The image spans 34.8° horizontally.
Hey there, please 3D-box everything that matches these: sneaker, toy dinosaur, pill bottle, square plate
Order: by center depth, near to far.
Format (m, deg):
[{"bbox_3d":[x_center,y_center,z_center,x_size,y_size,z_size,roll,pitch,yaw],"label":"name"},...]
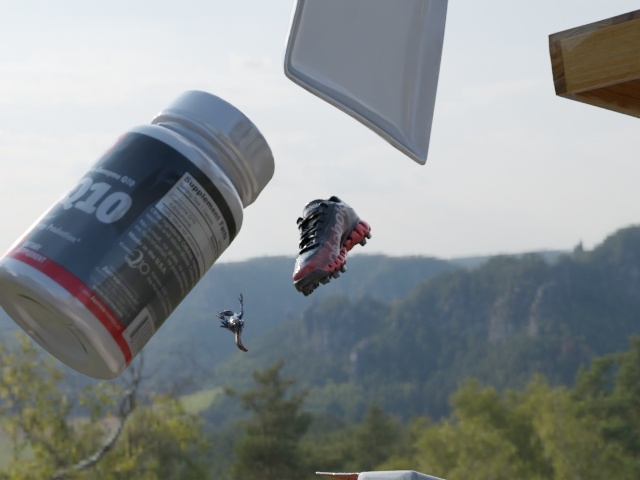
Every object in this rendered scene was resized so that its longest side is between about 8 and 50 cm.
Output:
[{"bbox_3d":[-0.181,-0.014,1.035,0.161,0.161,0.283,-11,36,54],"label":"pill bottle"},{"bbox_3d":[0.068,-0.325,1.484,0.049,0.348,0.344,-4,-20,39],"label":"square plate"},{"bbox_3d":[-0.137,0.129,1.572,0.047,0.090,0.082,-9,-5,-2],"label":"toy dinosaur"},{"bbox_3d":[0.000,0.000,1.912,0.097,0.135,0.276,-29,12,32],"label":"sneaker"}]

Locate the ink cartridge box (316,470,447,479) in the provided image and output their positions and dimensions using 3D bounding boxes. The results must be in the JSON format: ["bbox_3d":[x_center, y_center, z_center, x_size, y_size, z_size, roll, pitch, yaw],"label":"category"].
[{"bbox_3d":[0.162,0.390,1.488,0.275,0.060,0.239,21,-23,-29],"label":"ink cartridge box"}]

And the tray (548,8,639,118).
[{"bbox_3d":[0.442,-0.198,1.169,0.202,0.076,0.410,-10,-6,36],"label":"tray"}]
